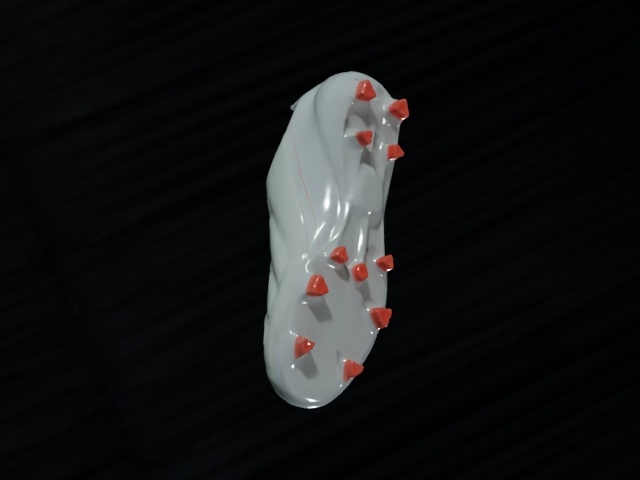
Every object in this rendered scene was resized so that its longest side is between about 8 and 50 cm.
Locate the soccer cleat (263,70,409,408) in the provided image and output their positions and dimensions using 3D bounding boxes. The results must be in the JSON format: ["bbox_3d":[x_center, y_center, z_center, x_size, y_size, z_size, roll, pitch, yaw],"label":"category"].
[{"bbox_3d":[0.000,0.000,0.765,0.076,0.068,0.196,-15,-124,46],"label":"soccer cleat"}]
